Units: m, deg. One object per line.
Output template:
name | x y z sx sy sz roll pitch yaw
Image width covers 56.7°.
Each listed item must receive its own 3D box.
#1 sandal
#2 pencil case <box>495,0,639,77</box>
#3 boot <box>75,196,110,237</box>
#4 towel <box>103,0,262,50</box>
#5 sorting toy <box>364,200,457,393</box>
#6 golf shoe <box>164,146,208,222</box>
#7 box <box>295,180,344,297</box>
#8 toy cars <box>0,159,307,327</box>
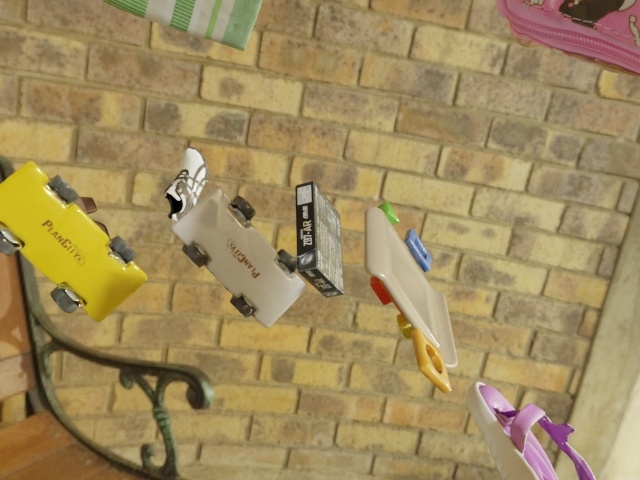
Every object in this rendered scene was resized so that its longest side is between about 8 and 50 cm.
sandal | 0.292 0.284 0.748 0.169 0.102 0.416 50 9 -6
pencil case | 0.313 -0.160 0.418 0.167 0.160 0.386 -15 43 -38
boot | -0.354 -0.011 0.848 0.087 0.118 0.042 -20 -10 -36
towel | -0.259 -0.499 1.080 0.325 0.248 0.038 13 50 -19
sorting toy | 0.114 0.068 0.828 0.196 0.047 0.347 51 21 -21
golf shoe | -0.329 -0.135 1.441 0.077 0.198 0.094 -6 -7 39
box | 0.000 0.000 0.517 0.018 0.083 0.067 -12 -28 18
toy cars | -0.205 0.010 0.738 0.394 0.176 0.087 6 6 -25
